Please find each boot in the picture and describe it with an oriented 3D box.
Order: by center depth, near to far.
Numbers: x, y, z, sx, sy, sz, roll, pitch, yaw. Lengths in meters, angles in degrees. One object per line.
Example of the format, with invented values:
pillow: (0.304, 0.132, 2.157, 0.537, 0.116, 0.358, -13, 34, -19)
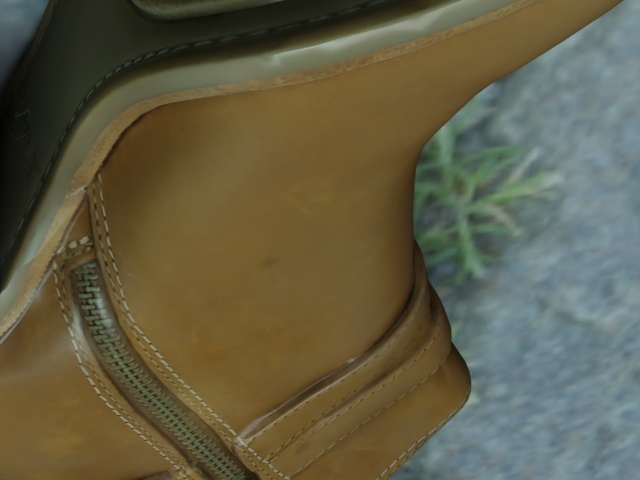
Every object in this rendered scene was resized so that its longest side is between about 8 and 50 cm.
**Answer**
boot: (0.000, 0.000, 0.430, 0.283, 0.109, 0.220, -28, 137, 14)
